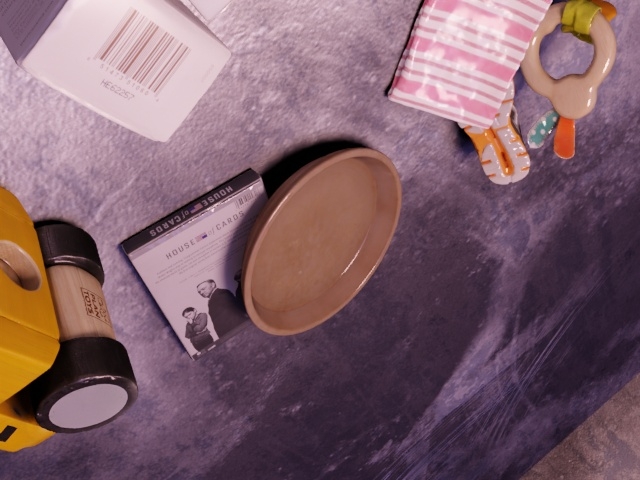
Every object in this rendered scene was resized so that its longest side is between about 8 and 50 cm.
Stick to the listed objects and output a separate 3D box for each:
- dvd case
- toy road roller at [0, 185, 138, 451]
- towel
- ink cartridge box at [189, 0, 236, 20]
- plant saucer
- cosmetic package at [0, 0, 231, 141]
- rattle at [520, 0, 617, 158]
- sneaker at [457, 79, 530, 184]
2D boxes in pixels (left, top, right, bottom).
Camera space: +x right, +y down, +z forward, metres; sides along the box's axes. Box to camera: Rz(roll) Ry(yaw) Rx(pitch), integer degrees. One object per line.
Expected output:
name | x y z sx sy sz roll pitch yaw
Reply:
dvd case | -0.126 0.039 0.919 0.179 0.029 0.239 -32 141 -13
toy road roller | -0.343 0.086 0.643 0.240 0.202 0.329 -33 145 6
towel | 0.179 -0.235 0.868 0.144 0.029 0.197 14 121 -13
ink cartridge box | -0.140 -0.260 0.520 0.045 0.145 0.179 -38 142 4
plant saucer | 0.000 0.000 0.948 0.278 0.041 0.278 -32 141 -31
cosmetic package | -0.171 -0.177 0.501 0.085 0.231 0.117 -49 141 9
rattle | 0.344 -0.222 0.991 0.143 0.130 0.200 -39 122 -66
sneaker | 0.226 -0.178 0.983 0.084 0.083 0.215 -12 128 18
